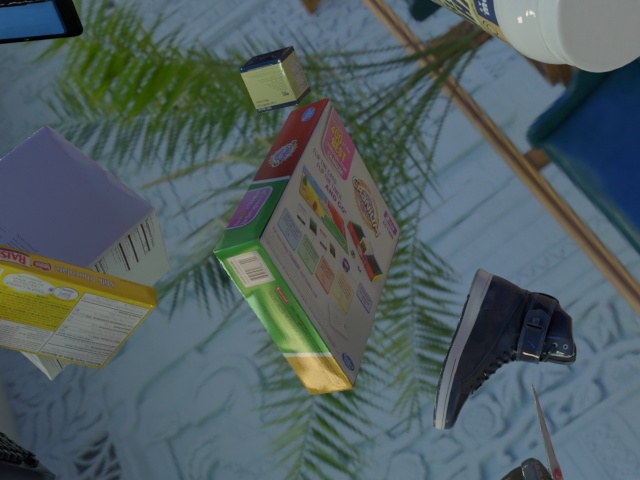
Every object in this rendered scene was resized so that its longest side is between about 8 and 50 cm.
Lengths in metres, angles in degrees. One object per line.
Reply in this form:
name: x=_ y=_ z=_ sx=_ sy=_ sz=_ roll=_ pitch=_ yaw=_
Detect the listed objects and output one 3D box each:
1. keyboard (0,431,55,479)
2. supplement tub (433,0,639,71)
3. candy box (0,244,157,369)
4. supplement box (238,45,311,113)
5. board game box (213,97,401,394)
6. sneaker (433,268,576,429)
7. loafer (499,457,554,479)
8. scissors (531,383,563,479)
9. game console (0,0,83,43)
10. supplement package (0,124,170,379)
keyboard: x=-0.326 y=0.194 z=0.815 sx=0.201 sy=0.033 sz=0.317 roll=34 pitch=170 yaw=21
supplement tub: x=0.269 y=-0.355 z=1.112 sx=0.228 sy=0.228 sz=0.316 roll=50 pitch=179 yaw=-42
candy box: x=-0.251 y=0.050 z=0.745 sx=0.206 sy=0.105 sz=0.027 roll=20 pitch=-138 yaw=-33
supplement box: x=-0.075 y=-0.265 z=1.494 sx=0.056 sy=0.083 sz=0.083 roll=-55 pitch=-52 yaw=-49
board game box: x=0.000 y=0.000 z=1.161 sx=0.242 sy=0.064 sz=0.316 roll=59 pitch=-148 yaw=-27
sneaker: x=0.250 y=0.167 z=1.209 sx=0.163 sy=0.226 sz=0.086 roll=20 pitch=171 yaw=12
loafer: x=0.240 y=0.365 z=0.991 sx=0.094 sy=0.087 sz=0.251 roll=48 pitch=-155 yaw=-36
scissors: x=0.341 y=0.359 z=1.303 sx=0.021 sy=0.109 sz=0.297 roll=-10 pitch=110 yaw=48
game console: x=-0.303 y=-0.212 z=0.871 sx=0.107 sy=0.122 sz=0.071 roll=-99 pitch=2 yaw=-62
supplement package: x=-0.325 y=0.013 z=1.078 sx=0.194 sy=0.203 sz=0.149 roll=36 pitch=155 yaw=19
